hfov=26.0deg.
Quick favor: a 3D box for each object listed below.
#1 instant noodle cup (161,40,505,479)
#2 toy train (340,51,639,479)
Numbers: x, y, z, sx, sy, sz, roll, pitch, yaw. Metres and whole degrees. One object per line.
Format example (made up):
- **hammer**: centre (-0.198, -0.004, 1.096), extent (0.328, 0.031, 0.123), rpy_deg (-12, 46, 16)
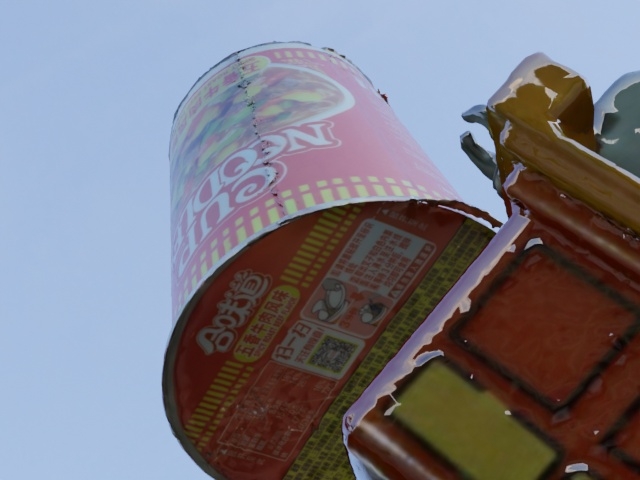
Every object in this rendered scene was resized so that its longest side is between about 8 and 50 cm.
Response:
- **instant noodle cup**: centre (0.000, 0.000, 0.722), extent (0.193, 0.212, 0.193), rpy_deg (-7, -55, -10)
- **toy train**: centre (0.166, 0.070, 0.484), extent (0.231, 0.369, 0.163), rpy_deg (-47, -30, -12)
